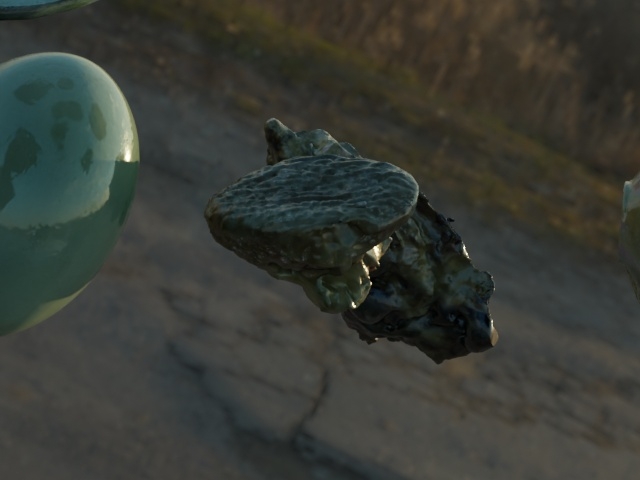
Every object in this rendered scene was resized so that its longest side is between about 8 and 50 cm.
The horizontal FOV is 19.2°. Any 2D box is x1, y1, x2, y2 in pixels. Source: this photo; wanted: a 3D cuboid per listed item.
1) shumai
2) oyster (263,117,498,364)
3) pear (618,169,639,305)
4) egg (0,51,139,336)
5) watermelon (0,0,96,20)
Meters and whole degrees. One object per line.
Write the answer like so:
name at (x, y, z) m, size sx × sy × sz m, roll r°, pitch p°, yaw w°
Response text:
shumai at (0.000, 0.000, 1.846) m, size 0.209 × 0.153 × 0.161 m, roll -8°, pitch 37°, yaw 8°
oyster at (0.061, 0.004, 2.207) m, size 0.361 × 0.221 × 0.096 m, roll 61°, pitch 34°, yaw -21°
pear at (0.445, -0.013, 2.010) m, size 0.271 × 0.271 × 0.271 m, roll 23°, pitch 19°, yaw -8°
egg at (-0.279, -0.042, 1.748) m, size 0.203 × 0.283 × 0.203 m, roll 27°, pitch -6°, yaw 3°
watermelon at (-0.278, -0.245, 1.296) m, size 0.322 × 0.188 × 0.175 m, roll 52°, pitch -14°, yaw 18°
